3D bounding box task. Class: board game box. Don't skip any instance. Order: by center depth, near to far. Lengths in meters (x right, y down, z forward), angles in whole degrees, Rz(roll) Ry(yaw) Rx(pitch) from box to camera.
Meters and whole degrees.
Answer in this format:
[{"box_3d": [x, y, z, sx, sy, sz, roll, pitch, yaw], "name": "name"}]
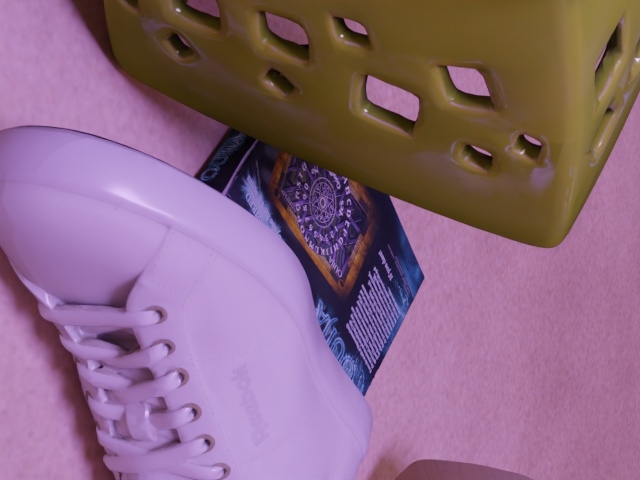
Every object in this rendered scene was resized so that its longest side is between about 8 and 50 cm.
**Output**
[{"box_3d": [0.000, 0.000, 0.668, 0.126, 0.026, 0.186, -59, 138, -37], "name": "board game box"}]

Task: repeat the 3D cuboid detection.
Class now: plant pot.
[{"box_3d": [0.046, -0.163, 0.463, 0.207, 0.228, 0.227, 85, 31, -68], "name": "plant pot"}]

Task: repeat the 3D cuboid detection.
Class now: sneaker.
[{"box_3d": [-0.056, 0.072, 0.510, 0.290, 0.106, 0.123, 54, 46, -46], "name": "sneaker"}]

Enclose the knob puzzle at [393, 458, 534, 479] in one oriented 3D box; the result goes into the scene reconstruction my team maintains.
[{"box_3d": [0.080, 0.212, 0.670, 0.030, 0.213, 0.213, 54, 48, -42], "name": "knob puzzle"}]
